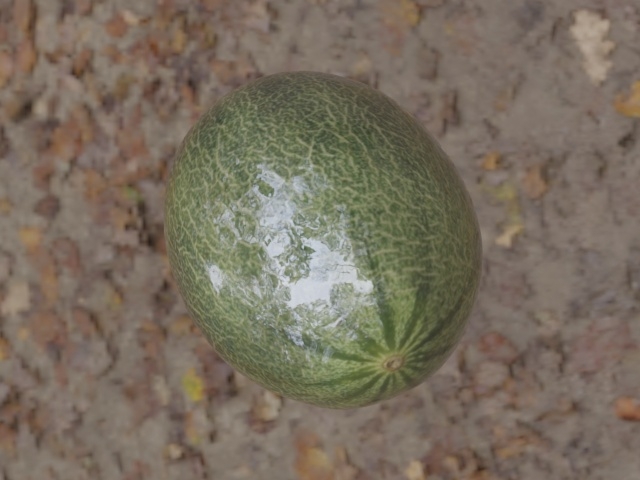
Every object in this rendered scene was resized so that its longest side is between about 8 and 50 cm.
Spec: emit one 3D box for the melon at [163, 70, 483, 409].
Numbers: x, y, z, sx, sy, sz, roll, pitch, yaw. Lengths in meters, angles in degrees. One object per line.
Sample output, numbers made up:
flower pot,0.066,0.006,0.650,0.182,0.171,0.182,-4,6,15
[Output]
melon,0.000,0.000,1.113,0.237,0.237,0.301,-64,33,23
